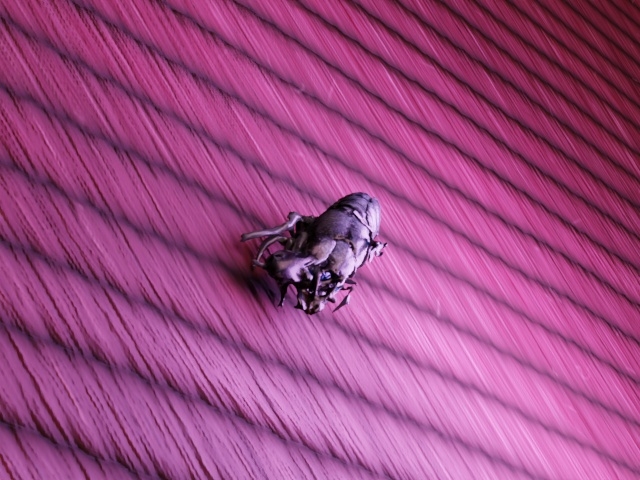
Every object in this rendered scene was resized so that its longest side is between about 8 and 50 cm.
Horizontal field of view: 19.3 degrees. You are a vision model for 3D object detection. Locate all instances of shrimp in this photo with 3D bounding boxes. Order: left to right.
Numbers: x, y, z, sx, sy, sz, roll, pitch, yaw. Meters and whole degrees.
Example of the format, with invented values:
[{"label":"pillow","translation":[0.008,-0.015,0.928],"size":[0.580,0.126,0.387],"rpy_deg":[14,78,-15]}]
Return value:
[{"label":"shrimp","translation":[0.003,-0.004,1.261],"size":[0.082,0.076,0.174],"rpy_deg":[34,22,4]}]
